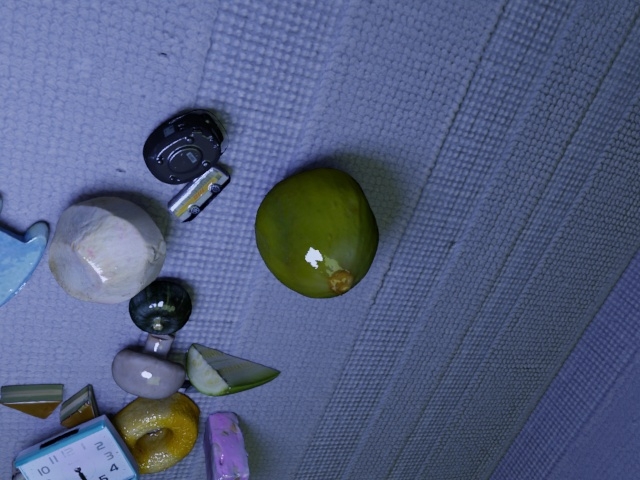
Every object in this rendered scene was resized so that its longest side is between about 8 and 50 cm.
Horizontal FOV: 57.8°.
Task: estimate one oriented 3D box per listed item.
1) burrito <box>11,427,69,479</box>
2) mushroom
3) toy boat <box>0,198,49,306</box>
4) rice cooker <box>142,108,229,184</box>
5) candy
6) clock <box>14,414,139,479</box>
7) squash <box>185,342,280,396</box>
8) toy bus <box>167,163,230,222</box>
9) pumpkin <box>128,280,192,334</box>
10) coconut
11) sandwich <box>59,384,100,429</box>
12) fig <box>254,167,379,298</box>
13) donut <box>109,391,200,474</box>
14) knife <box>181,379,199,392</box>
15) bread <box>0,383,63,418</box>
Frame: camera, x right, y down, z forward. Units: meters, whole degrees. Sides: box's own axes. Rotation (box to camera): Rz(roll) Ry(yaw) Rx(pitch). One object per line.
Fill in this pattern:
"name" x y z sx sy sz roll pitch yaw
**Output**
"burrito" -0.827 0.686 1.744 0.347 0.107 0.175 -38 112 1
"mushroom" -0.475 0.343 1.633 0.204 0.204 0.204 -11 125 -16
"toy boat" -0.802 0.048 1.350 0.330 0.123 0.215 -52 134 1
"rice cooker" -0.315 -0.215 1.355 0.203 0.118 0.142 -32 128 4
"candy" -0.306 0.701 1.867 0.115 0.265 0.155 1 121 -19
"clock" -0.684 0.635 1.655 0.262 0.116 0.231 -24 110 -6
"squash" -0.286 0.413 1.834 0.111 0.203 0.288 -53 160 15
"toy bus" -0.307 -0.122 1.460 0.172 0.057 0.072 -44 118 9
"pumpkin" -0.429 0.184 1.566 0.167 0.125 0.167 -19 133 -22
"coconut" -0.496 0.021 1.373 0.259 0.259 0.259 -11 125 -16
"sandwich" -0.665 0.516 1.710 0.113 0.079 0.163 -37 127 5
"fig" 0.000 -0.011 1.481 0.343 0.343 0.343 -11 125 -16
"donut" -0.522 0.613 1.818 0.303 0.110 0.303 -11 124 -17
"knife" -0.394 0.464 1.831 0.230 0.028 0.060 10 129 -31
"bread" -0.798 0.425 1.601 0.084 0.074 0.139 -46 125 10
